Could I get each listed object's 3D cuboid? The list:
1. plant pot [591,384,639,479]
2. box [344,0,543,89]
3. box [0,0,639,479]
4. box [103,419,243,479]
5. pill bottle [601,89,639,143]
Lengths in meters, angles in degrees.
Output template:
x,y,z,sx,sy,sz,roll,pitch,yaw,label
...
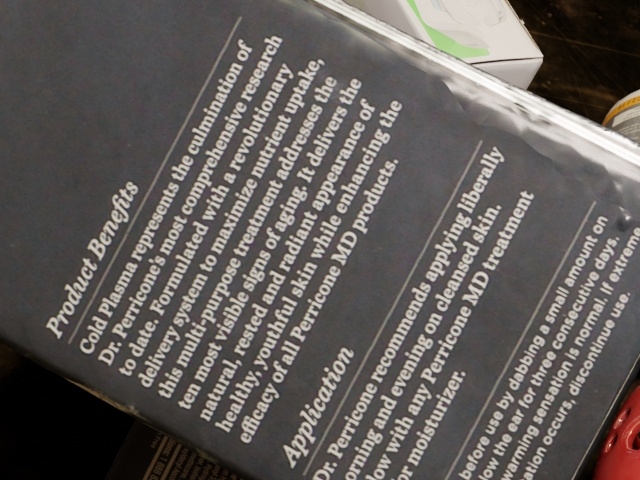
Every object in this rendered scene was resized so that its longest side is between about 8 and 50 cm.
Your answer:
x,y,z,sx,sy,sz,roll,pitch,yaw,label
0.315,0.237,1.361,0.191,0.191,0.174,31,55,6,plant pot
0.075,-0.189,1.596,0.127,0.231,0.262,-9,56,-29,box
0.000,0.000,1.174,0.472,0.297,0.480,30,2,9,box
-0.062,0.318,1.129,0.294,0.182,0.296,25,45,1,box
0.335,-0.016,1.600,0.162,0.162,0.278,25,46,-1,pill bottle
